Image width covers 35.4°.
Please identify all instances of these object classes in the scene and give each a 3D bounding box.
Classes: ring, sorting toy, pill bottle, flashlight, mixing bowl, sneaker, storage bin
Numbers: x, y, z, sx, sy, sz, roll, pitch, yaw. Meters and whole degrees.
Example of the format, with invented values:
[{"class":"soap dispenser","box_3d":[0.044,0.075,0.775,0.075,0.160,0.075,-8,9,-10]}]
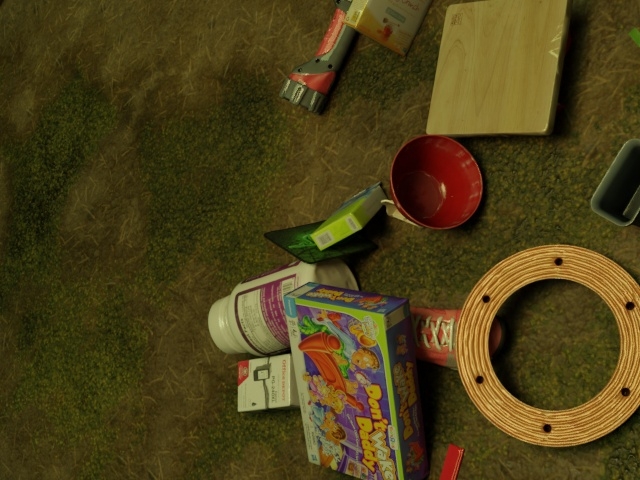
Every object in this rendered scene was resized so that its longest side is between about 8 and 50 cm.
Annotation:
[{"class":"ring","box_3d":[0.388,0.173,1.665,0.336,0.032,0.337,-6,76,24]},{"class":"sorting toy","box_3d":[0.157,-0.062,1.948,0.083,0.075,0.045,24,94,42]},{"class":"pill bottle","box_3d":[-0.081,0.142,2.038,0.301,0.169,0.169,-20,66,36]},{"class":"flashlight","box_3d":[0.016,-0.428,2.159,0.103,0.103,0.304,31,100,45]},{"class":"sorting toy","box_3d":[0.342,-0.308,1.845,0.255,0.089,0.257,4,80,42]},{"class":"mixing bowl","box_3d":[0.201,-0.098,1.877,0.098,0.181,0.181,141,133,-69]},{"class":"sneaker","box_3d":[0.183,0.175,1.817,0.314,0.136,0.116,-4,76,40]},{"class":"storage bin","box_3d":[0.522,-0.081,1.621,0.098,0.091,0.135,37,104,41]}]

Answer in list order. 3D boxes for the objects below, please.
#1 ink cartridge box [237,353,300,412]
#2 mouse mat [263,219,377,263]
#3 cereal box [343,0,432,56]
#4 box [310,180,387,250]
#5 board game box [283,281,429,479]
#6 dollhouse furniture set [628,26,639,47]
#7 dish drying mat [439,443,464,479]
[{"class":"ink cartridge box","box_3d":[-0.098,0.298,2.078,0.150,0.063,0.109,-14,69,38]},{"class":"mouse mat","box_3d":[0.000,0.000,2.001,0.152,0.189,0.007,31,122,42]},{"class":"cereal box","box_3d":[0.161,-0.509,2.005,0.047,0.173,0.240,33,101,42]},{"class":"box","box_3d":[0.062,-0.050,1.991,0.109,0.178,0.042,-29,99,32]},{"class":"board game box","box_3d":[0.065,0.262,1.822,0.233,0.078,0.347,7,113,41]},{"class":"dollhouse furniture set","box_3d":[0.590,-0.378,1.666,0.151,0.058,0.076,-42,54,25]},{"class":"dish drying mat","box_3d":[0.233,0.409,1.794,0.032,0.008,0.083,14,88,44]}]
